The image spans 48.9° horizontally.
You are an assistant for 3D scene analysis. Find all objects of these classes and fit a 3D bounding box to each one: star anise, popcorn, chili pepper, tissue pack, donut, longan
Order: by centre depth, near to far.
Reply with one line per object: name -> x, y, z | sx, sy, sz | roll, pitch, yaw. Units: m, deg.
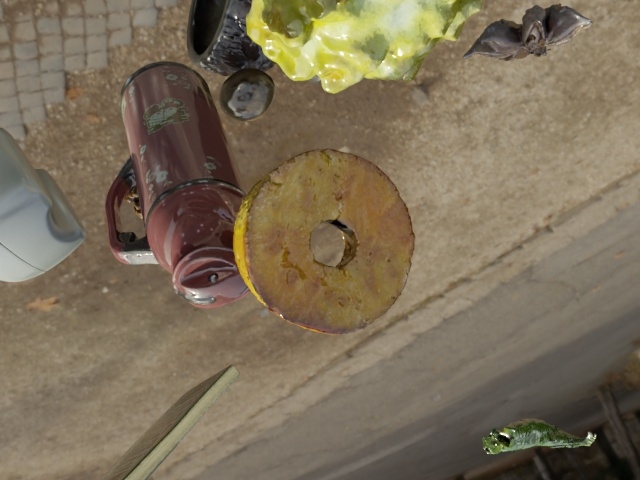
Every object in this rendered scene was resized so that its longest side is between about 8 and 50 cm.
donut -> 0.000, 0.000, 0.551 | 0.152, 0.152, 0.058 | -12, -171, -27
popcorn -> 0.039, -0.331, 0.888 | 0.312, 0.312, 0.312 | -21, 157, -9
star anise -> 0.330, -0.340, 1.164 | 0.172, 0.063, 0.208 | -7, -179, -3
longan -> -0.135, -0.269, 1.295 | 0.113, 0.092, 0.113 | -25, 173, -3
tissue pack -> -0.643, -0.051, 1.402 | 0.236, 0.229, 0.333 | -34, 165, -9
chili pepper -> 0.467, 0.414, 1.497 | 0.359, 0.076, 0.085 | 13, 129, -44

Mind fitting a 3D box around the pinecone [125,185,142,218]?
pinecone -> -0.289, -0.099, 1.338 | 0.173, 0.173, 0.173 | -21, 157, -9

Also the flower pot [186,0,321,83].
flower pot -> -0.096, -0.437, 1.390 | 0.267, 0.266, 0.266 | 8, 143, -29

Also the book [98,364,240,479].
book -> -0.252, 0.308, 1.074 | 0.202, 0.027, 0.264 | -36, -174, 44

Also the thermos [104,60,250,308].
thermos -> -0.148, -0.058, 0.724 | 0.136, 0.330, 0.109 | 0, 131, -24
